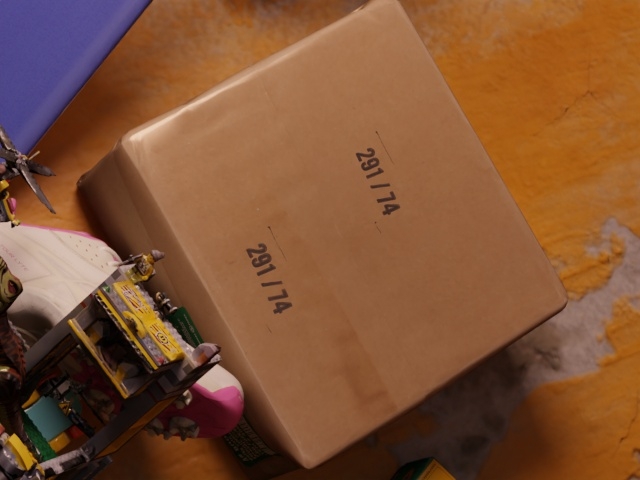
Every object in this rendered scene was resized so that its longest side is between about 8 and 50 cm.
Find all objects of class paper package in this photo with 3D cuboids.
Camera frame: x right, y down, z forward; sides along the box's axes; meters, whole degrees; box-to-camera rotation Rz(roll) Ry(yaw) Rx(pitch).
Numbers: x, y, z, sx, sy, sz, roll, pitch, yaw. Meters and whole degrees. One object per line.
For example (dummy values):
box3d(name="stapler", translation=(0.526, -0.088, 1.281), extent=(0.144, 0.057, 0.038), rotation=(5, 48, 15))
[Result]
box3d(name="paper package", translation=(0.000, 0.000, 1.556), extent=(0.309, 0.168, 0.325), rotation=(-30, 89, -21))

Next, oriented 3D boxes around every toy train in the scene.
box3d(name="toy train", translation=(-0.223, 0.198, 1.504), extent=(0.125, 0.046, 0.166), rotation=(20, 72, -21))

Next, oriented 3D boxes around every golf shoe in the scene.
box3d(name="golf shoe", translation=(-0.186, 0.057, 1.471), extent=(0.306, 0.115, 0.140), rotation=(25, 52, 12))

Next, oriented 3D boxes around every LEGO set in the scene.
box3d(name="LEGO set", translation=(-0.224, 0.043, 1.272), extent=(0.192, 0.255, 0.331), rotation=(-41, 71, 17))

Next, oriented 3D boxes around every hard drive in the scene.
box3d(name="hard drive", translation=(-0.267, -0.210, 1.483), extent=(0.210, 0.040, 0.319), rotation=(40, 105, -7))

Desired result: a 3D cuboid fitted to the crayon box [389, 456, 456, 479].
box3d(name="crayon box", translation=(0.061, 0.346, 1.545), extent=(0.165, 0.081, 0.278), rotation=(44, 69, -5))
